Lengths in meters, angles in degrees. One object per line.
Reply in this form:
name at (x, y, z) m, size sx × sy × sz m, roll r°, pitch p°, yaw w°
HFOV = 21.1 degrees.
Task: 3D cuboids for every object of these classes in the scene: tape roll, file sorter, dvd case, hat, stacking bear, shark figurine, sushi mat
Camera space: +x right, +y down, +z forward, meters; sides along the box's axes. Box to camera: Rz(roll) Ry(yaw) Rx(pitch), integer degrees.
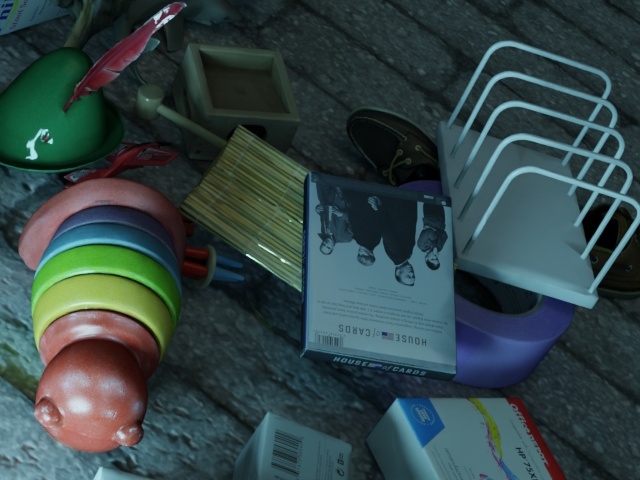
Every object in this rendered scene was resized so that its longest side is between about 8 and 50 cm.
tape roll at (0.177, 0.051, 2.138) m, size 0.275 × 0.090 × 0.275 m, roll 22°, pitch 36°, yaw -17°
file sorter at (0.273, -0.090, 2.144) m, size 0.193 × 0.173 × 0.278 m, roll 16°, pitch 38°, yaw -15°
dvd case at (0.066, 0.039, 1.958) m, size 0.179 × 0.029 × 0.239 m, roll 10°, pitch 57°, yaw -14°
hat at (-0.294, -0.202, 1.951) m, size 0.208 × 0.183 × 0.173 m, roll -27°, pitch 52°, yaw -37°
stacking bear at (-0.221, 0.089, 1.733) m, size 0.175 × 0.164 × 0.289 m, roll 20°, pitch 41°, yaw -18°
shark figurine at (-0.215, -0.317, 2.259) m, size 0.166 × 0.116 × 0.278 m, roll 35°, pitch 33°, yaw 5°
sushi mat at (0.000, 0.000, 1.989) m, size 0.316 × 0.019 × 0.151 m, roll 33°, pitch 53°, yaw 2°

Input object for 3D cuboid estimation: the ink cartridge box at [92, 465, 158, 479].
ink cartridge box at (-0.093, 0.340, 1.555) m, size 0.273 × 0.114 × 0.197 m, roll 17°, pitch 37°, yaw -20°

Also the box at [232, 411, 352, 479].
box at (-0.031, 0.249, 1.736) m, size 0.102 × 0.087 × 0.101 m, roll 24°, pitch 36°, yaw -14°

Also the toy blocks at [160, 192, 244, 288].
toy blocks at (-0.163, -0.001, 1.966) m, size 0.148 × 0.054 × 0.123 m, roll 15°, pitch 37°, yaw -27°

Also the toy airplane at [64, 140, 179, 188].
toy airplane at (-0.234, -0.087, 1.992) m, size 0.151 × 0.028 × 0.151 m, roll -8°, pitch 21°, yaw 3°

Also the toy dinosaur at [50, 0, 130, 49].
toy dinosaur at (-0.289, -0.297, 2.117) m, size 0.064 × 0.118 × 0.268 m, roll 8°, pitch 43°, yaw 28°

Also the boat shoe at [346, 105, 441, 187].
boat shoe at (0.127, -0.095, 2.281) m, size 0.227 × 0.081 × 0.069 m, roll 35°, pitch 31°, yaw -1°

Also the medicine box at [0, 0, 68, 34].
medicine box at (-0.422, -0.406, 2.169) m, size 0.263 × 0.149 × 0.289 m, roll 42°, pitch 36°, yaw 14°

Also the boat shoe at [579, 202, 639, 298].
boat shoe at (0.393, 0.010, 2.342) m, size 0.307 × 0.104 × 0.111 m, roll -7°, pitch 51°, yaw -43°

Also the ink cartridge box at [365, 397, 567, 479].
ink cartridge box at (0.181, 0.247, 1.913) m, size 0.231 × 0.078 × 0.134 m, roll 3°, pitch 45°, yaw -36°

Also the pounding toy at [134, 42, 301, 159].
pounding toy at (-0.139, -0.150, 2.140) m, size 0.206 × 0.094 × 0.181 m, roll 2°, pitch 49°, yaw -23°
